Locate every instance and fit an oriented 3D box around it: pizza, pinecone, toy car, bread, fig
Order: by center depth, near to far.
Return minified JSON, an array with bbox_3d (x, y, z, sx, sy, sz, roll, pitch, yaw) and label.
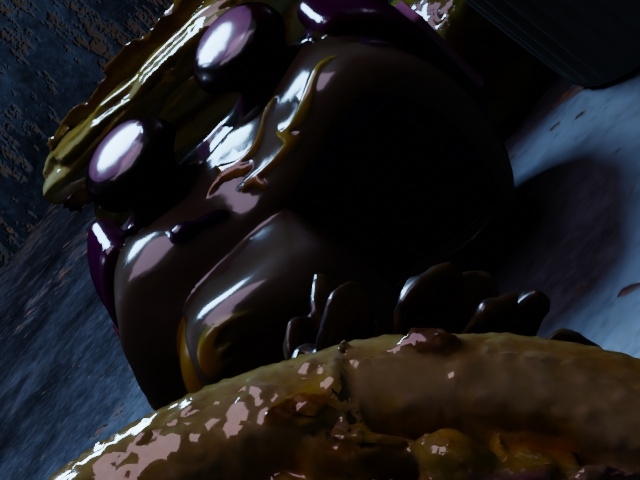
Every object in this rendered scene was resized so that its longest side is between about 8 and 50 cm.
[{"bbox_3d":[0.025,0.176,0.740,0.408,0.278,0.114,-6,-1,5],"label":"pizza"},{"bbox_3d":[0.065,0.118,0.895,0.201,0.202,0.229,-27,54,48],"label":"pinecone"},{"bbox_3d":[0.000,0.000,1.324,0.341,0.271,0.240,-48,33,3],"label":"toy car"},{"bbox_3d":[0.115,-0.157,1.574,0.166,0.144,0.154,-60,-21,-62],"label":"fig"},{"bbox_3d":[-0.062,-0.146,1.711,0.314,0.191,0.370,-43,4,30],"label":"bread"}]

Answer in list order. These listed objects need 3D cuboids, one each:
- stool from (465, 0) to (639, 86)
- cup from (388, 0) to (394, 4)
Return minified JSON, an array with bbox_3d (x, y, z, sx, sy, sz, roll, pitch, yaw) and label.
[{"bbox_3d":[0.164,-0.315,1.412,0.297,0.330,0.297,-45,16,17],"label":"stool"},{"bbox_3d":[0.031,-0.307,2.011,0.253,0.253,0.274,-50,23,-1],"label":"cup"}]
